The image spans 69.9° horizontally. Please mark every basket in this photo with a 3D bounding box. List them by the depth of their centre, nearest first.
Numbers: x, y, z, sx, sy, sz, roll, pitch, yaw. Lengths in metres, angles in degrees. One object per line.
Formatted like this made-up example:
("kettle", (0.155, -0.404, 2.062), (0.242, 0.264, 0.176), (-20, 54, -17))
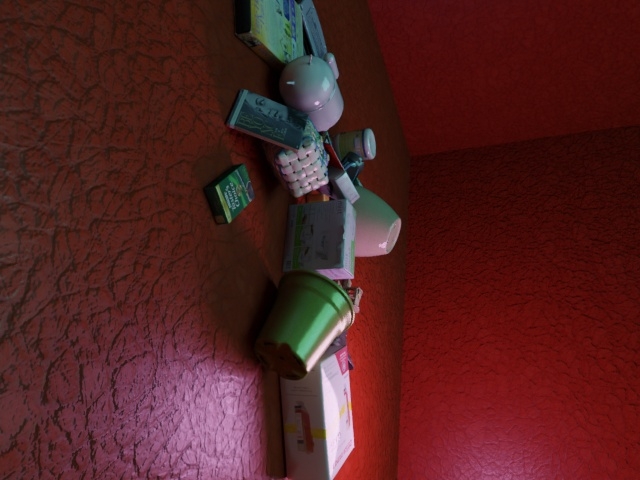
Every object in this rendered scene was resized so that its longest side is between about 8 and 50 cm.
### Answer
("basket", (-0.088, -0.298, 1.543), (0.289, 0.201, 0.255), (58, -6, 46))

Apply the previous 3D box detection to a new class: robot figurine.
("robot figurine", (-0.030, -0.531, 1.665), (0.300, 0.199, 0.353), (-61, 163, -3))

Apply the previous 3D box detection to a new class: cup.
("cup", (0.221, -0.059, 2.056), (0.331, 0.237, 0.331), (-48, 149, -41))

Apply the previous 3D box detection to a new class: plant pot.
("plant pot", (-0.068, 0.274, 1.408), (0.254, 0.276, 0.276), (-54, 137, -42))

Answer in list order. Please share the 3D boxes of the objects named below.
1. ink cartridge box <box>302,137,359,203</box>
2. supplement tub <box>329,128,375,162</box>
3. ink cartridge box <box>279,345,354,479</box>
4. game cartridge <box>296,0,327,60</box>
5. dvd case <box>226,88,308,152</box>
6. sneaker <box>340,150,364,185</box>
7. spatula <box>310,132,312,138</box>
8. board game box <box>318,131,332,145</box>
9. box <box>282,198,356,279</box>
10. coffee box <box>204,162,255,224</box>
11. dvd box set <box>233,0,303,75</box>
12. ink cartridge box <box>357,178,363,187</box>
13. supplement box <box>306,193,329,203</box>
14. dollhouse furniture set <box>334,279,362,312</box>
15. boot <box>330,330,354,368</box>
("ink cartridge box", (0.006, -0.265, 1.697), (0.060, 0.275, 0.239), (-42, 125, -11))
("supplement tub", (0.149, -0.442, 2.153), (0.144, 0.199, 0.144), (-4, 90, -70))
("ink cartridge box", (-0.005, 0.582, 1.589), (0.279, 0.160, 0.385), (0, 85, -69))
("game cartridge", (-0.040, -0.882, 1.961), (0.196, 0.060, 0.294), (-69, 148, -42))
("dvd case", (-0.153, -0.361, 1.372), (0.018, 0.221, 0.164), (122, -16, -53))
("sneaker", (0.106, -0.262, 2.106), (0.139, 0.125, 0.341), (-43, 158, -21))
("spatula", (-0.028, -0.526, 1.945), (0.084, 0.030, 0.296), (59, 33, -52))
("board game box", (0.019, -0.370, 2.013), (0.141, 0.048, 0.170), (-72, 150, -41))
("box", (0.000, 0.000, 1.630), (0.127, 0.231, 0.262), (46, 43, -59))
("coffee box", (-0.247, -0.132, 1.274), (0.184, 0.040, 0.113), (-58, 139, -58))
("dvd box set", (-0.167, -0.763, 1.591), (0.420, 0.062, 0.308), (7, 79, -69))
("ink cartridge box", (0.184, -0.298, 2.327), (0.181, 0.056, 0.224), (57, 25, 1))
("supplement box", (-0.004, -0.068, 1.849), (0.080, 0.078, 0.233), (11, 76, -72))
("dollhouse furniture set", (0.130, 0.213, 2.104), (0.182, 0.101, 0.161), (-73, 151, -43))
("boot", (0.100, 0.417, 1.999), (0.229, 0.091, 0.263), (-73, 149, -42))
